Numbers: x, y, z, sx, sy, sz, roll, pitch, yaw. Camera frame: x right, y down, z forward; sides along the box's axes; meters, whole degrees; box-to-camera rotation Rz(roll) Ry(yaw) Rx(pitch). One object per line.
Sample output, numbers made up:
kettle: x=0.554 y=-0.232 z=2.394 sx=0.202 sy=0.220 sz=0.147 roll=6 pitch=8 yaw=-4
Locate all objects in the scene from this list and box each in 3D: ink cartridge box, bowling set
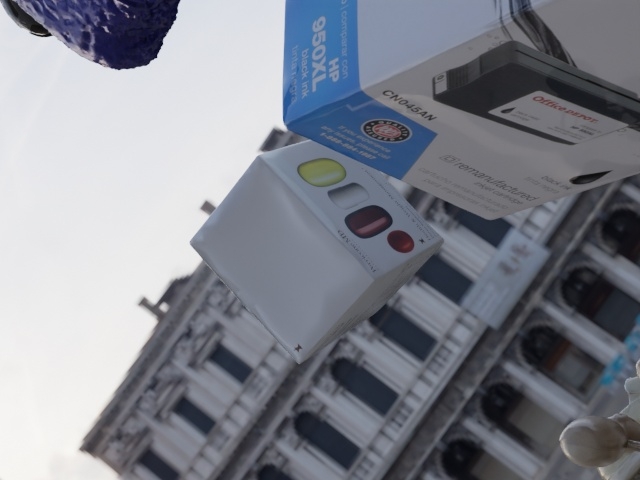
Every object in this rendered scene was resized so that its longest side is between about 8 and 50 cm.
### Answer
ink cartridge box: x=0.203 y=-0.174 z=0.847 sx=0.285 sy=0.166 sz=0.394 roll=20 pitch=-28 yaw=-40
bowling set: x=0.382 y=0.140 z=0.984 sx=0.154 sy=0.287 sz=0.200 roll=8 pitch=-86 yaw=-58

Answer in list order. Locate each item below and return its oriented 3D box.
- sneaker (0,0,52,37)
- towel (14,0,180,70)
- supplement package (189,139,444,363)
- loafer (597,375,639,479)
sneaker: x=-0.146 y=-0.202 z=0.600 sx=0.078 sy=0.067 sz=0.188 roll=-97 pitch=30 yaw=-59
towel: x=-0.114 y=-0.232 z=0.450 sx=0.076 sy=0.227 sz=0.308 roll=-50 pitch=0 yaw=-35
supplement package: x=0.000 y=0.000 z=1.244 sx=0.149 sy=0.194 sz=0.203 roll=-49 pitch=-12 yaw=29
loafer: x=0.423 y=0.190 z=1.305 sx=0.268 sy=0.092 sz=0.102 roll=-50 pitch=-28 yaw=6
